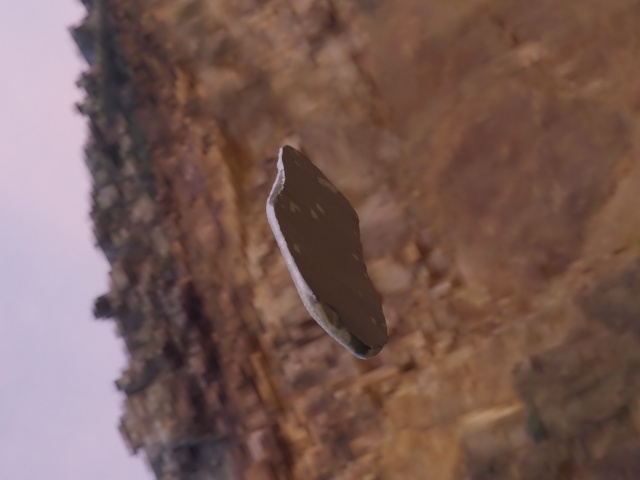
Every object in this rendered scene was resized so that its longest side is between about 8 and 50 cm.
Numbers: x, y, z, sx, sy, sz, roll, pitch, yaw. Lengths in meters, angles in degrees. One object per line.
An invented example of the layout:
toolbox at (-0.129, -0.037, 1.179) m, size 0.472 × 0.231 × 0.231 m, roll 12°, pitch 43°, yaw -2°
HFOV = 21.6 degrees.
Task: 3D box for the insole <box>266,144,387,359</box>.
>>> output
insole at (0.000, 0.000, 0.887) m, size 0.081 × 0.011 × 0.248 m, roll 43°, pitch -168°, yaw -14°
